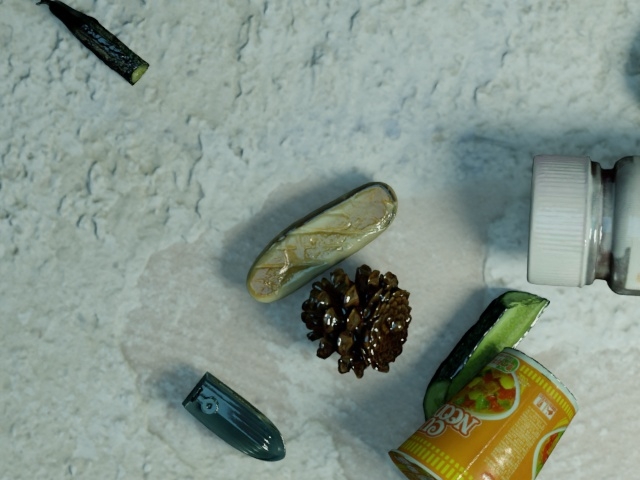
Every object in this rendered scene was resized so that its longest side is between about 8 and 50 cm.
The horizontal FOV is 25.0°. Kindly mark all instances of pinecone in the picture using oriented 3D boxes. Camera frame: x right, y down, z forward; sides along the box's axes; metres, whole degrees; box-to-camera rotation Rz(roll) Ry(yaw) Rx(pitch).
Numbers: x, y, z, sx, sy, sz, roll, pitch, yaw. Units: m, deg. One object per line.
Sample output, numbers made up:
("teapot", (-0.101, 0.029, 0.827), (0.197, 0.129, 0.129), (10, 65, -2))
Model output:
("pinecone", (0.040, 0.093, 1.710), (0.121, 0.140, 0.140), (17, 94, 35))

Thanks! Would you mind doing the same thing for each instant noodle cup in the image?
("instant noodle cup", (0.200, 0.230, 1.673), (0.168, 0.168, 0.185), (41, 78, 5))

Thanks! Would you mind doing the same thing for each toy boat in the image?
("toy boat", (-0.099, 0.224, 1.768), (0.141, 0.060, 0.055), (38, 95, -2))

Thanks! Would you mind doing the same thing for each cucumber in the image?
("cucumber", (-0.283, -0.257, 1.791), (0.163, 0.043, 0.039), (41, 58, 3))
("cucumber", (0.182, 0.141, 1.728), (0.046, 0.070, 0.220), (39, 95, 35))

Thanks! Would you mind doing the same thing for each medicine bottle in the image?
("medicine bottle", (0.375, -0.016, 1.644), (0.273, 0.165, 0.165), (4, 92, 7))

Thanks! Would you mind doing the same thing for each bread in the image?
("bread", (0.001, 0.000, 1.750), (0.214, 0.053, 0.073), (-34, 91, 4))
